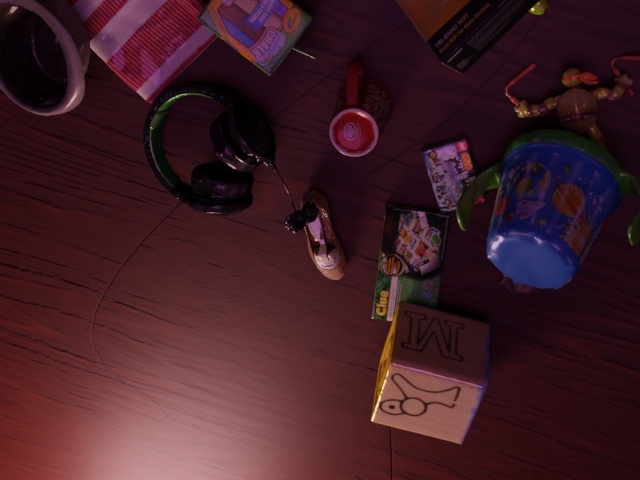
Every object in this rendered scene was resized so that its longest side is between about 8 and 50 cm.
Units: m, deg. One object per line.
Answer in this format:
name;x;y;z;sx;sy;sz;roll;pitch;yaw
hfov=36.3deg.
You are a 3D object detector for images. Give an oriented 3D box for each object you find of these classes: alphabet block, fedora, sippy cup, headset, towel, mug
alphabet block;0.225;0.268;1.991;0.197;0.193;0.192;15;127;0
fedora;-0.528;-0.377;1.858;0.243;0.124;0.276;12;131;22
sippy cup;0.411;-0.043;1.769;0.240;0.224;0.305;36;149;-14
headset;-0.179;-0.142;1.892;0.394;0.185;0.243;31;117;7
towel;-0.373;-0.451;1.865;0.237;0.037;0.329;-39;103;24
mug;0.061;-0.240;1.815;0.113;0.169;0.150;-31;107;21

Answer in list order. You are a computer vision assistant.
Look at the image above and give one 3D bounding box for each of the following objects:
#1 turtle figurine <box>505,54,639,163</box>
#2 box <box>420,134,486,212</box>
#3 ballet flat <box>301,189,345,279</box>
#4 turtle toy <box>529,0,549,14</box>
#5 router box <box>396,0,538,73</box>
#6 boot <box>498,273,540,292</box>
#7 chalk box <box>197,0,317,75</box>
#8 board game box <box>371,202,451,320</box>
turtle figurine;0.489;-0.231;1.794;0.269;0.087;0.217;-12;112;14
box;0.261;-0.129;1.912;0.093;0.027;0.137;-16;111;15
ballet flat;0.000;0.000;1.993;0.073;0.067;0.206;-13;112;15
turtle toy;0.350;-0.448;1.723;0.066;0.095;0.130;-41;104;2
router box;0.270;-0.477;1.646;0.309;0.081;0.243;-44;60;23
boot;0.411;0.057;1.966;0.086;0.042;0.119;17;116;4
chalk box;-0.099;-0.387;1.779;0.213;0.132;0.132;38;97;-8
board game box;0.185;0.053;2.009;0.136;0.030;0.260;8;115;4
